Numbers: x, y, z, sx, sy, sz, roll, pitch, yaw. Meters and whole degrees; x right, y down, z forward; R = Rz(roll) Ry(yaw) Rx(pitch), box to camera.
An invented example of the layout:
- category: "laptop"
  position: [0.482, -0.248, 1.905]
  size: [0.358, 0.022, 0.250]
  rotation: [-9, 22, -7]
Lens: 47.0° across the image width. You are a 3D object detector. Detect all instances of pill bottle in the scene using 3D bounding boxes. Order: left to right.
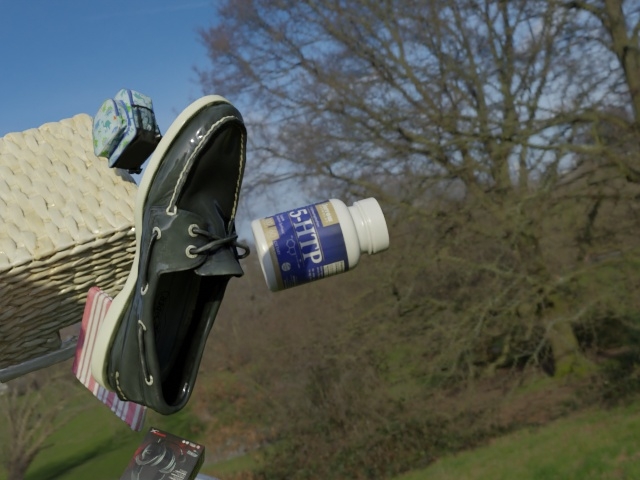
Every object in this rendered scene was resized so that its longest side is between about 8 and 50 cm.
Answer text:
- category: "pill bottle"
  position: [0.000, 0.000, 1.087]
  size: [0.187, 0.112, 0.112]
  rotation: [-16, 0, -7]

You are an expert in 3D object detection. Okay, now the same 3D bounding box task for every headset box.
- category: "headset box"
  position: [-0.160, 0.236, 0.731]
  size: [0.062, 0.032, 0.083]
  rotation: [18, 43, 9]

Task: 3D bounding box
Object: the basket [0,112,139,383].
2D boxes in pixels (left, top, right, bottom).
- category: "basket"
  position: [-0.466, -0.003, 1.262]
  size: [0.328, 0.331, 0.266]
  rotation: [-22, -38, -24]

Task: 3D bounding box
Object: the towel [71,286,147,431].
- category: "towel"
  position: [-0.295, 0.167, 1.071]
  size: [0.197, 0.144, 0.029]
  rotation: [27, 16, 39]

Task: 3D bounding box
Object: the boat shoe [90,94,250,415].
- category: "boat shoe"
  position: [-0.131, 0.026, 0.754]
  size: [0.113, 0.340, 0.127]
  rotation: [29, 9, 31]

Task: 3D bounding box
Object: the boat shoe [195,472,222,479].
- category: "boat shoe"
  position: [-0.248, 0.437, 1.284]
  size: [0.184, 0.063, 0.066]
  rotation: [15, -9, -22]

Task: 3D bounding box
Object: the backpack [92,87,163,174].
- category: "backpack"
  position: [-0.306, -0.178, 1.151]
  size: [0.084, 0.114, 0.105]
  rotation: [15, -43, -38]
